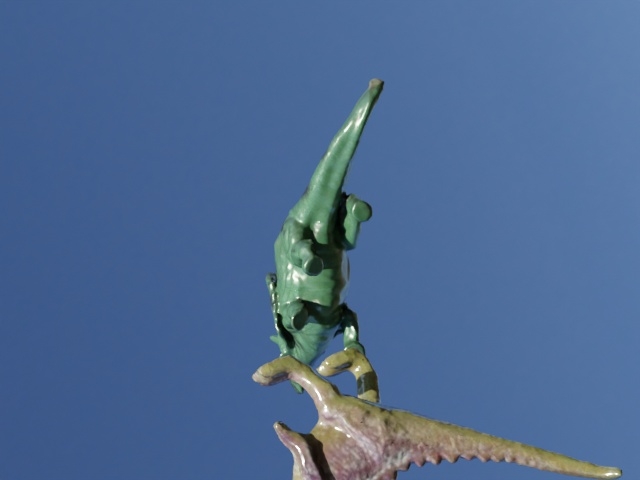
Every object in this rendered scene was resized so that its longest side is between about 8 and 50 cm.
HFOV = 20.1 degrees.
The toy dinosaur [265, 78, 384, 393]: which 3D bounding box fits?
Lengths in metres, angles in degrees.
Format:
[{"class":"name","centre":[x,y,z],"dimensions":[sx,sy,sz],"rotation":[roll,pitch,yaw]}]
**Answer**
[{"class":"toy dinosaur","centre":[0.005,0.011,1.540],"dimensions":[0.079,0.292,0.120],"rotation":[1,-141,-22]}]

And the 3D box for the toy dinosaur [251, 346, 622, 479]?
[{"class":"toy dinosaur","centre":[0.054,0.154,1.295],"dimensions":[0.251,0.072,0.200],"rotation":[-24,-117,-14]}]
